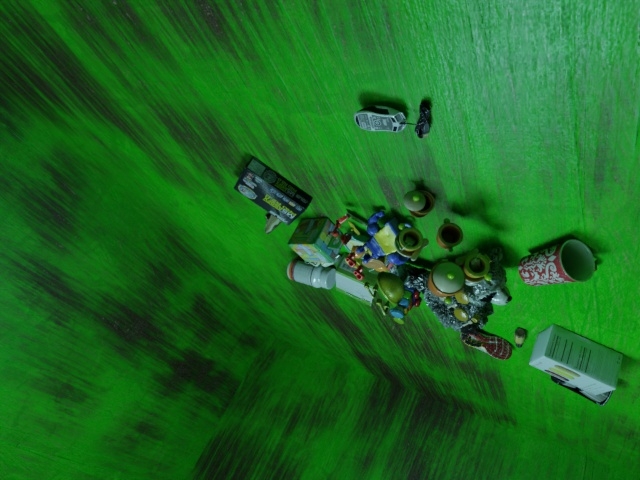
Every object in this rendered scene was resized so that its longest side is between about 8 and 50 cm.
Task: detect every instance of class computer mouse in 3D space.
[{"bbox_3d":[0.175,-0.302,1.114,0.192,0.042,0.106,13,156,22],"label":"computer mouse"}]

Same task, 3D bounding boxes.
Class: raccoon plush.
[{"bbox_3d":[0.404,0.125,1.505,0.446,0.216,0.299,13,144,27],"label":"raccoon plush"}]

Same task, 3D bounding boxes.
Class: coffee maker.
[{"bbox_3d":[1.003,0.550,1.775,0.178,0.120,0.171,28,157,4],"label":"coffee maker"}]

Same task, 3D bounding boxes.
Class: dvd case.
[{"bbox_3d":[0.275,0.105,1.644,0.013,0.120,0.087,-8,144,-24],"label":"dvd case"}]

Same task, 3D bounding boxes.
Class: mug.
[{"bbox_3d":[0.653,0.081,1.253,0.150,0.113,0.169,35,159,-7],"label":"mug"}]

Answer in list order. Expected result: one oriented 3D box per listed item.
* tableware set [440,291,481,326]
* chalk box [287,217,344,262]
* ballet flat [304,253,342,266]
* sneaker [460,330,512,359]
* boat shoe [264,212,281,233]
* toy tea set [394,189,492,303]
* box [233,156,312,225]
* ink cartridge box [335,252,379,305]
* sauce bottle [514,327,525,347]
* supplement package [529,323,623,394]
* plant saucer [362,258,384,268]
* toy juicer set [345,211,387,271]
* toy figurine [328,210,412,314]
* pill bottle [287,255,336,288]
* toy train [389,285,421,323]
[{"bbox_3d":[0.424,0.187,1.383,0.154,0.024,0.104,51,148,6],"label":"tableware set"},{"bbox_3d":[0.000,0.000,1.795,0.213,0.132,0.132,-2,142,48],"label":"chalk box"},{"bbox_3d":[0.011,0.089,2.035,0.213,0.068,0.072,2,145,46],"label":"ballet flat"},{"bbox_3d":[0.709,0.436,1.949,0.225,0.088,0.093,25,176,10],"label":"sneaker"},{"bbox_3d":[-0.205,-0.090,1.945,0.072,0.068,0.190,45,145,-4],"label":"boat shoe"},{"bbox_3d":[0.328,0.006,1.271,0.336,0.200,0.124,52,169,14],"label":"toy tea set"},{"bbox_3d":[-0.185,-0.180,1.733,0.270,0.060,0.216,35,155,-11],"label":"box"},{"bbox_3d":[0.166,0.178,2.008,0.188,0.097,0.255,24,158,12],"label":"ink cartridge box"},{"bbox_3d":[0.784,0.387,1.794,0.042,0.042,0.128,16,155,28],"label":"sauce bottle"},{"bbox_3d":[0.902,0.424,1.618,0.244,0.134,0.139,24,155,13],"label":"supplement package"},{"bbox_3d":[0.198,0.088,1.718,0.083,0.013,0.083,7,153,4],"label":"plant saucer"},{"bbox_3d":[0.184,0.039,1.717,0.209,0.090,0.329,21,155,18],"label":"toy juicer set"},{"bbox_3d":[0.223,0.034,1.501,0.217,0.191,0.363,-34,89,29],"label":"toy figurine"},{"bbox_3d":[-0.039,0.155,2.156,0.221,0.121,0.121,14,152,31],"label":"pill bottle"},{"bbox_3d":[0.362,0.298,1.963,0.105,0.143,0.248,18,154,24],"label":"toy train"}]
